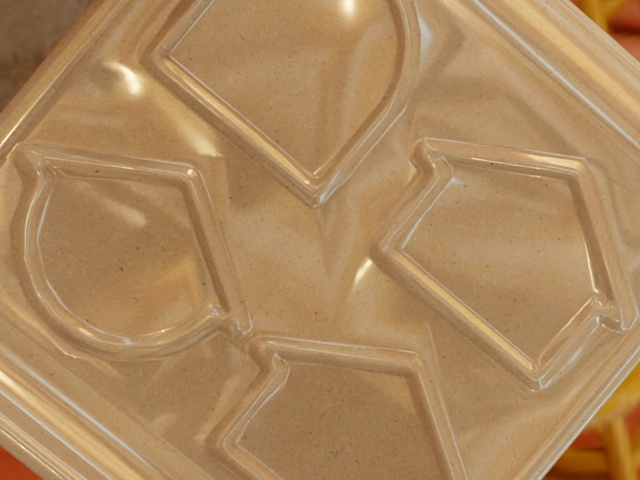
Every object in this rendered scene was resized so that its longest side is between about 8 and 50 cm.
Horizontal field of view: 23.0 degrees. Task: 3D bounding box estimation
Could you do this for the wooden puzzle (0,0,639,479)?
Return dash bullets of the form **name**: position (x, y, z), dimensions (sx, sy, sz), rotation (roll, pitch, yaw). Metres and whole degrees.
- **wooden puzzle**: position (0.000, 0.000, 0.794), dimensions (0.322, 0.348, 0.080), rotation (40, -4, -7)
